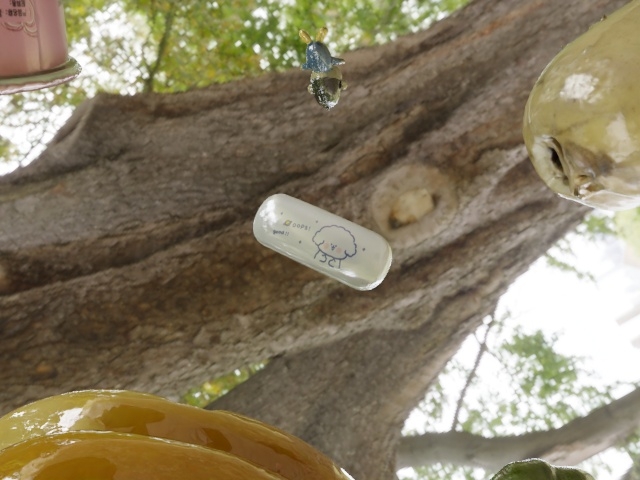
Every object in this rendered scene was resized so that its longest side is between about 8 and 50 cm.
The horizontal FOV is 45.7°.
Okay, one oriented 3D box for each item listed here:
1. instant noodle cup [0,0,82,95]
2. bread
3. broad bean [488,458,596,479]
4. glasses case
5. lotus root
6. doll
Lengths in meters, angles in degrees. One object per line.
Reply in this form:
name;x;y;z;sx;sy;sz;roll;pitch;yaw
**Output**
instant noodle cup;-0.270;-0.216;0.449;0.243;0.242;0.231;-75;-10;-69
bread;-0.122;0.303;0.639;0.423;0.329;0.245;17;-173;-6
broad bean;0.218;0.240;0.737;0.195;0.061;0.046;7;-153;-33
glasses case;0.000;0.000;0.977;0.197;0.076;0.049;25;176;25
lotus root;0.308;-0.144;0.611;0.151;0.342;0.169;55;163;0
doll;0.005;-0.370;1.645;0.089;0.102;0.179;-52;-44;-65
